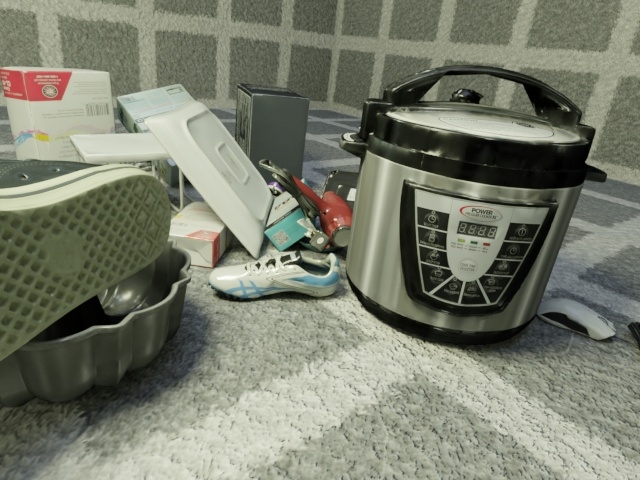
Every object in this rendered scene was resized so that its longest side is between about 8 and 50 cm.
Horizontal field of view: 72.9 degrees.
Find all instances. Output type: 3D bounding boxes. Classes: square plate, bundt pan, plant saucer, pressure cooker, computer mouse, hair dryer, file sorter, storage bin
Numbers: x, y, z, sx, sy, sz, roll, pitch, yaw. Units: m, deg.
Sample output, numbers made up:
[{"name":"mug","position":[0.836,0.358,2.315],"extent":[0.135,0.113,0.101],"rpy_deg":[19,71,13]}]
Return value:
[{"name":"square plate","position":[-0.216,-0.164,0.999],"extent":[0.049,0.347,0.344],"rpy_deg":[-32,20,12]},{"name":"bundt pan","position":[-0.342,0.090,0.582],"extent":[0.331,0.124,0.331],"rpy_deg":[6,24,-3]},{"name":"plant saucer","position":[0.000,0.000,1.012],"extent":[0.119,0.021,0.119],"rpy_deg":[6,22,-2]},{"name":"pressure cooker","position":[0.236,-0.082,0.762],"extent":[0.370,0.420,0.375],"rpy_deg":[-12,30,-38]},{"name":"computer mouse","position":[0.489,0.145,0.777],"extent":[0.193,0.042,0.106],"rpy_deg":[20,27,29]},{"name":"hair dryer","position":[0.000,-0.084,0.921],"extent":[0.223,0.080,0.293],"rpy_deg":[58,14,8]},{"name":"file sorter","position":[-0.441,-0.161,1.077],"extent":[0.278,0.173,0.193],"rpy_deg":[-11,30,-35]},{"name":"storage bin","position":[0.096,-0.098,1.086],"extent":[0.180,0.122,0.084],"rpy_deg":[10,-17,31]}]

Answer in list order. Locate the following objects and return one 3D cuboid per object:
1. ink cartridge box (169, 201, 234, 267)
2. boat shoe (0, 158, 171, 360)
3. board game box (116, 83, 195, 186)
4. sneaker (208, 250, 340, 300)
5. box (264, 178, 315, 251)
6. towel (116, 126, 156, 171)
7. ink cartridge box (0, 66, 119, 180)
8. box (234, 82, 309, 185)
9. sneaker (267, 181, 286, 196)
[{"name":"ink cartridge box","position":[-0.254,-0.019,0.932],"extent":[0.115,0.067,0.198],"rpy_deg":[8,25,3]},{"name":"boat shoe","position":[-0.340,0.016,0.383],"extent":[0.156,0.186,0.500],"rpy_deg":[7,17,15]},{"name":"board game box","position":[-0.452,-0.338,1.352],"extent":[0.224,0.097,0.303],"rpy_deg":[-30,71,-36]},{"name":"sneaker","position":[-0.080,0.056,0.780],"extent":[0.237,0.086,0.085],"rpy_deg":[-1,26,-13]},{"name":"box","position":[-0.066,-0.069,1.047],"extent":[0.100,0.060,0.244],"rpy_deg":[-33,19,14]},{"name":"towel","position":[-0.618,-0.335,1.505],"extent":[0.235,0.121,0.284],"rpy_deg":[17,25,25]},{"name":"ink cartridge box","position":[-0.683,-0.297,1.162],"extent":[0.131,0.306,0.226],"rpy_deg":[18,25,27]},{"name":"box","position":[-0.167,-0.330,1.395],"extent":[0.183,0.296,0.294],"rpy_deg":[-1,25,-18]},{"name":"sneaker","position":[-0.112,-0.161,1.250],"extent":[0.068,0.071,0.170],"rpy_deg":[17,10,11]}]
